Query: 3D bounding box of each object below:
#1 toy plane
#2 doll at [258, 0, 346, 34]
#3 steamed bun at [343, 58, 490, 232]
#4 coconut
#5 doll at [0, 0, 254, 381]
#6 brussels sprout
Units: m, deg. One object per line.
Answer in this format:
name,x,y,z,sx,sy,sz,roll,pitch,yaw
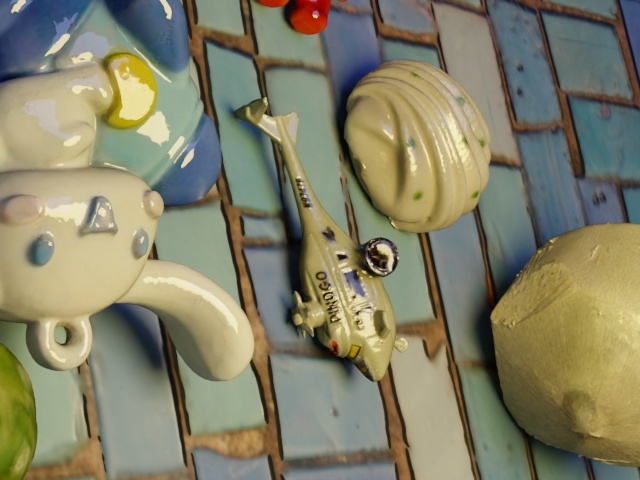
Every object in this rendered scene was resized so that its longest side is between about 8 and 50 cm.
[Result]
toy plane,0.000,0.000,1.647,0.108,0.092,0.286,-18,89,-27
doll,-0.011,-0.332,1.786,0.142,0.076,0.245,32,55,-39
steamed bun,0.109,-0.103,1.800,0.183,0.106,0.183,22,59,-43
coconut,0.298,0.113,1.825,0.245,0.245,0.247,59,40,-13
doll,-0.194,-0.081,1.358,0.376,0.187,0.365,28,59,-61
brussels sprout,-0.266,0.128,1.213,0.155,0.117,0.155,-22,126,-34
